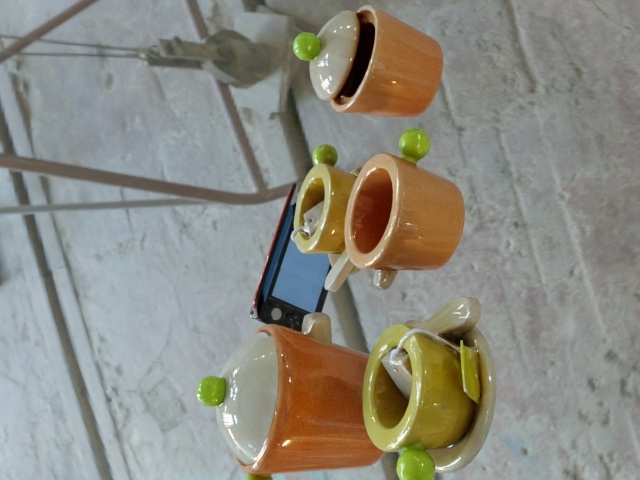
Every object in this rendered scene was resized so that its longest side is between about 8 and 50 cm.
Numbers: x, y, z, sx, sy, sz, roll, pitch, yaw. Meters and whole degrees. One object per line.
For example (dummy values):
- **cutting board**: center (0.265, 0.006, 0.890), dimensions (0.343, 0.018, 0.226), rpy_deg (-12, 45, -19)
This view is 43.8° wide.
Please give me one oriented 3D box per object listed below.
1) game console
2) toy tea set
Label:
- **game console**: center (-0.021, 0.027, 0.887), dimensions (0.085, 0.124, 0.144), rpy_deg (-7, 61, 58)
- **toy tea set**: center (0.000, 0.000, 0.521), dimensions (0.200, 0.124, 0.336), rpy_deg (133, 143, -52)
